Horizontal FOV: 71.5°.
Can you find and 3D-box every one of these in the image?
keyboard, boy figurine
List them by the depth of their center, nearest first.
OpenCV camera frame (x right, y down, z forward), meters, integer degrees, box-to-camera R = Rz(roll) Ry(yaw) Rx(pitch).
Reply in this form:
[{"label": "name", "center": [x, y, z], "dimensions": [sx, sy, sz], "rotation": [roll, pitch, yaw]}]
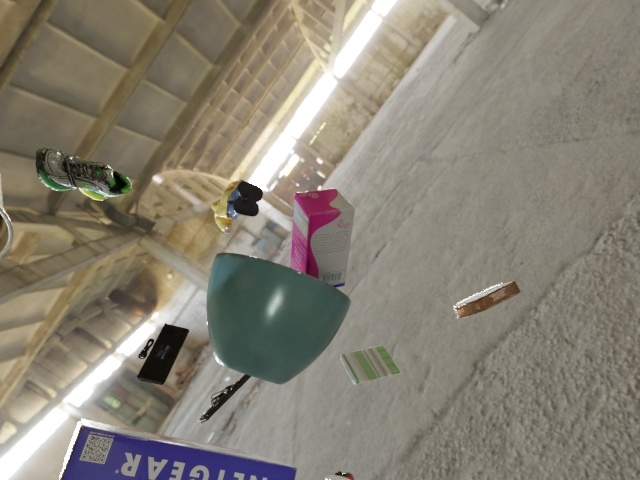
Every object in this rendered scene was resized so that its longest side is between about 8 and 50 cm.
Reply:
[{"label": "keyboard", "center": [-0.264, 0.418, 1.212], "dimensions": [0.192, 0.038, 0.100], "rotation": [-38, -5, -45]}, {"label": "keyboard", "center": [-0.460, 0.321, 1.277], "dimensions": [0.023, 0.108, 0.180], "rotation": [98, -174, -47]}, {"label": "boy figurine", "center": [-0.280, -0.102, 1.412], "dimensions": [0.285, 0.092, 0.177], "rotation": [-13, 63, 62]}]

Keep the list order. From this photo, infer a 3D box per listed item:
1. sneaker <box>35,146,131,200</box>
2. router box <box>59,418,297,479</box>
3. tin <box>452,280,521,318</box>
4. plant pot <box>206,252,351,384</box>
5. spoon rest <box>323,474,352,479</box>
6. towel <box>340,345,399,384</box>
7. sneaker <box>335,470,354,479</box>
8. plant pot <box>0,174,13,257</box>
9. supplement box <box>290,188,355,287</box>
[{"label": "sneaker", "center": [-0.779, -0.228, 1.480], "dimensions": [0.343, 0.146, 0.134], "rotation": [18, -114, -71]}, {"label": "router box", "center": [-0.253, 0.388, 0.766], "dimensions": [0.301, 0.335, 0.082], "rotation": [-34, 39, 57]}, {"label": "tin", "center": [0.426, 0.150, 1.141], "dimensions": [0.190, 0.040, 0.106], "rotation": [-20, -4, -22]}, {"label": "plant pot", "center": [-0.105, 0.169, 0.883], "dimensions": [0.290, 0.290, 0.195], "rotation": [143, 148, -70]}, {"label": "spoon rest", "center": [0.069, 0.421, 0.623], "dimensions": [0.084, 0.276, 0.137], "rotation": [-34, 40, 1]}, {"label": "towel", "center": [0.147, 0.374, 1.335], "dimensions": [0.113, 0.152, 0.023], "rotation": [-122, 33, -49]}, {"label": "sneaker", "center": [-0.011, 0.753, 1.204], "dimensions": [0.276, 0.135, 0.097], "rotation": [-31, -37, -1]}, {"label": "plant pot", "center": [-1.121, -0.126, 1.352], "dimensions": [0.334, 0.334, 0.305], "rotation": [-52, 44, 24]}, {"label": "supplement box", "center": [0.000, 0.000, 1.066], "dimensions": [0.114, 0.111, 0.220], "rotation": [-124, 33, -49]}]
